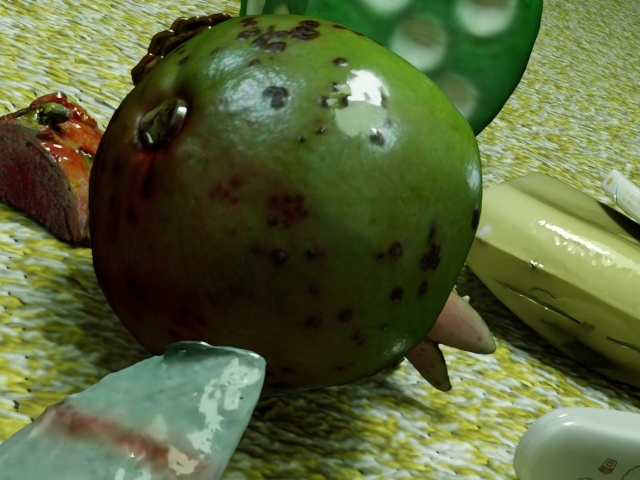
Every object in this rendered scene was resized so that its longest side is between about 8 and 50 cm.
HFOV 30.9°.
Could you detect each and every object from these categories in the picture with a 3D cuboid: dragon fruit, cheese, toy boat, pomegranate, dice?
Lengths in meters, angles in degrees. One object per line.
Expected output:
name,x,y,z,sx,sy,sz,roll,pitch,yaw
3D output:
dragon fruit,-0.213,-0.073,0.951,0.147,0.096,0.102,27,21,3
cheese,0.290,0.044,1.127,0.316,0.128,0.259,37,25,18
toy boat,-0.113,0.152,0.430,0.206,0.096,0.282,13,63,15
pomegranate,0.005,-0.021,0.830,0.323,0.291,0.291,11,28,-27
dice,0.079,-0.297,1.413,0.287,0.300,0.297,11,28,-22

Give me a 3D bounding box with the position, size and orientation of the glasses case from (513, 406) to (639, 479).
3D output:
glasses case,0.236,0.171,0.888,0.193,0.074,0.049,13,27,-24

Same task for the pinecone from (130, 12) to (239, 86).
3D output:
pinecone,-0.097,-0.118,1.069,0.163,0.163,0.165,15,28,-19

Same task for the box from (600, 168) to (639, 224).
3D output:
box,0.359,0.005,1.111,0.122,0.032,0.220,29,16,-20
